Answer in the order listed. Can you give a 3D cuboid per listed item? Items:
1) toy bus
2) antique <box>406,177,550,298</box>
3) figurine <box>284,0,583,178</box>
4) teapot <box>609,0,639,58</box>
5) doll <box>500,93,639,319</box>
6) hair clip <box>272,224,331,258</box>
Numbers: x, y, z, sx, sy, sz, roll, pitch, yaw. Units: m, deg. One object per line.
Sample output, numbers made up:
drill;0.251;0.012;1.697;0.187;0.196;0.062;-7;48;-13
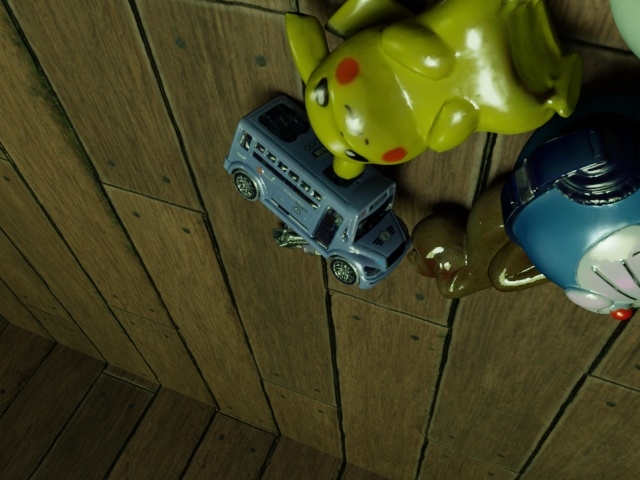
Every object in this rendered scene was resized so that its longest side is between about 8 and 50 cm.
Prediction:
toy bus;0.007;-0.072;0.881;0.292;0.125;0.133;41;144;11
antique;0.237;-0.004;0.873;0.257;0.121;0.143;-19;118;49
figurine;0.096;-0.182;0.658;0.327;0.169;0.218;-15;114;30
teapot;0.316;-0.211;0.454;0.294;0.129;0.193;18;114;40
doll;0.344;-0.048;0.626;0.310;0.240;0.284;-23;150;38
hair clip;0.000;0.002;1.122;0.195;0.052;0.124;9;149;19
